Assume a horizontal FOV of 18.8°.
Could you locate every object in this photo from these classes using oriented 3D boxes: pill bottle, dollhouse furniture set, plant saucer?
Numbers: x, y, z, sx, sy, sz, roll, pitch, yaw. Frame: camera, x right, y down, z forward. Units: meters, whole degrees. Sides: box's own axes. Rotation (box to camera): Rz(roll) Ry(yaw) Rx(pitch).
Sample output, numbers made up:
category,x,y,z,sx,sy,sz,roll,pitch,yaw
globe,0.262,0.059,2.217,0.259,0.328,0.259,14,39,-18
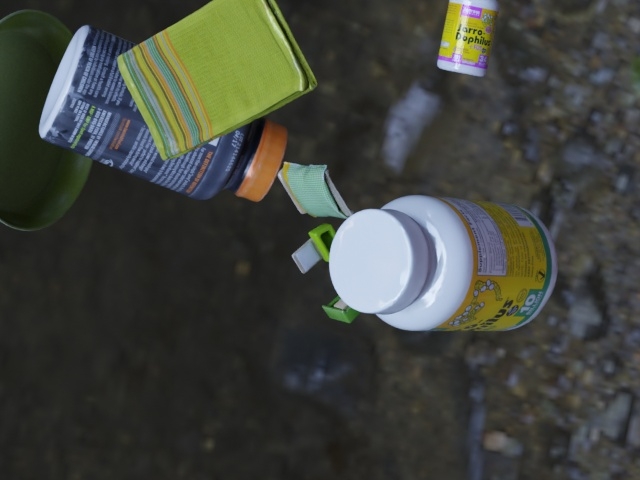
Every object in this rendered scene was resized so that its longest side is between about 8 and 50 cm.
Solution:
category,x,y,z,sx,sy,sz,roll,pitch,yaw
pill bottle,0.105,0.021,1.673,0.118,0.208,0.117,-2,86,38
pill bottle,0.127,-0.183,1.638,0.043,0.043,0.083,17,99,44
dollhouse furniture set,0.000,0.000,1.823,0.058,0.151,0.076,-41,26,-21
plant saucer,-0.327,-0.131,2.107,0.037,0.241,0.241,3,81,30
pill bottle,-0.160,-0.122,2.026,0.130,0.246,0.130,-59,17,31

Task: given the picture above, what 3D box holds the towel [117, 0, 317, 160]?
category,x,y,z,sx,sy,sz,roll,pitch,yaw
towel,-0.091,-0.136,1.579,0.237,0.021,0.102,-20,100,56
